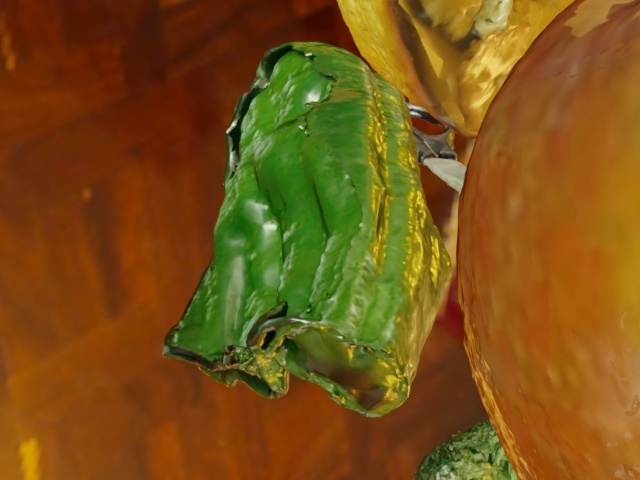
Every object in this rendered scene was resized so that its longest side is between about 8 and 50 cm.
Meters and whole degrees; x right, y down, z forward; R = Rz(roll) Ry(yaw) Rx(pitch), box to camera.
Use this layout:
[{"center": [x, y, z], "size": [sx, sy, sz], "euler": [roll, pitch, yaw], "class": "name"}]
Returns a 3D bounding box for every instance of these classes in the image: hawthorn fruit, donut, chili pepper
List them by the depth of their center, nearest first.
[{"center": [0.190, 0.041, 0.571], "size": [0.277, 0.277, 0.298], "euler": [-21, 95, -50], "class": "hawthorn fruit"}, {"center": [0.112, -0.181, 1.109], "size": [0.253, 0.118, 0.253], "euler": [-29, 137, -31], "class": "donut"}, {"center": [0.006, 0.008, 1.424], "size": [0.213, 0.167, 0.385], "euler": [-56, -163, 29], "class": "chili pepper"}]

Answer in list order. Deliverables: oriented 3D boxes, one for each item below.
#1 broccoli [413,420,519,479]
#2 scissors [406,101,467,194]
[{"center": [0.185, 0.248, 1.495], "size": [0.269, 0.269, 0.254], "euler": [19, 96, -53], "class": "broccoli"}, {"center": [0.110, -0.063, 1.707], "size": [0.109, 0.300, 0.022], "euler": [-8, 118, -23], "class": "scissors"}]
